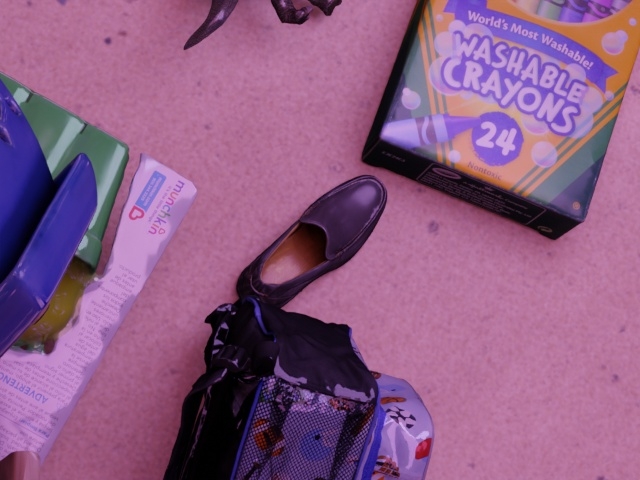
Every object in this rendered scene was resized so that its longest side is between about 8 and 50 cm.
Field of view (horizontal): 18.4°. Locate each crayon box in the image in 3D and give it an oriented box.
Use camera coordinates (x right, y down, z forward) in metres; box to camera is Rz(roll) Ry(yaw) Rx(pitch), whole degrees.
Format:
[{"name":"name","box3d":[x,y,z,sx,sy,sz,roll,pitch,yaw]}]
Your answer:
[{"name":"crayon box","box3d":[0.188,-0.190,1.831,0.203,0.083,0.323,22,73,-7]}]

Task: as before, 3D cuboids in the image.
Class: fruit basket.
[{"name":"fruit basket","box3d":[-0.326,0.026,1.653,0.327,0.165,0.353,29,88,-4]}]

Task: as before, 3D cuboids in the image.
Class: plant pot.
[{"name":"plant pot","box3d":[-0.307,-0.002,1.436,0.212,0.236,0.236,39,115,-12]}]

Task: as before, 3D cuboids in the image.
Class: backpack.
[{"name":"backpack","box3d":[-0.033,0.200,1.610,0.213,0.276,0.263,23,96,-5]}]

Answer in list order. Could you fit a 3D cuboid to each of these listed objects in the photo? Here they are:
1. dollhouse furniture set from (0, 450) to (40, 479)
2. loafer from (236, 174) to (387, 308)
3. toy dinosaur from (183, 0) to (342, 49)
[{"name":"dollhouse furniture set","box3d":[-0.429,0.277,1.411,0.362,0.394,0.256,8,76,-20]},{"name":"loafer","box3d":[0.000,0.000,1.756,0.062,0.061,0.170,44,71,1]},{"name":"toy dinosaur","box3d":[-0.037,-0.282,1.803,0.160,0.121,0.313,39,76,11]}]
